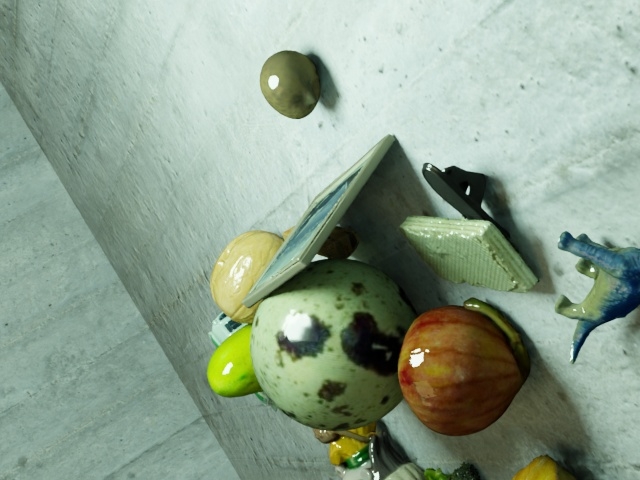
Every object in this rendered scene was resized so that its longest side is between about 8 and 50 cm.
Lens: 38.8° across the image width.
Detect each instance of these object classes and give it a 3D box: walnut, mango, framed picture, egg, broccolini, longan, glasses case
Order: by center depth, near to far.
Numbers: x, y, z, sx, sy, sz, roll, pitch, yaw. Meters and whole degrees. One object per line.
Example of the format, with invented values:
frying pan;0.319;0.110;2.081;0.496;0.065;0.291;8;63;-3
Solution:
longan;-0.044;-0.241;1.410;0.113;0.092;0.113;43;150;33
framed picture;-0.011;-0.021;1.431;0.022;0.247;0.335;37;158;-7
egg;0.024;0.177;1.525;0.288;0.287;0.379;55;165;10
glasses case;0.000;0.000;1.649;0.170;0.064;0.041;16;133;58
broccolini;0.241;0.447;1.733;0.058;0.067;0.216;63;166;-2
walnut;-0.140;0.072;1.863;0.165;0.197;0.165;37;-177;-2
mango;-0.115;0.236;1.907;0.185;0.272;0.149;-177;69;-73

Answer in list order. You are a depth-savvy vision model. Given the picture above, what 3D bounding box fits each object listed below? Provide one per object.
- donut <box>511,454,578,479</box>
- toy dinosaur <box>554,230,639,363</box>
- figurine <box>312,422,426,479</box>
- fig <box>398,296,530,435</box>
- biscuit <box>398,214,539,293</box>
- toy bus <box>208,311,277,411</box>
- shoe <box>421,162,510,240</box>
donut;0.307;0.473;1.336;0.110;0.303;0.303;29;153;1
toy dinosaur;0.356;0.071;1.019;0.188;0.075;0.248;30;138;36
figurine;0.108;0.453;1.880;0.185;0.204;0.333;13;-119;-63
fig;0.208;0.186;1.329;0.205;0.205;0.205;45;153;30
biscuit;0.200;0.017;1.255;0.121;0.040;0.199;49;162;-21
toy bus;-0.123;0.260;2.089;0.276;0.164;0.134;46;155;29
shoe;0.200;-0.062;1.198;0.159;0.053;0.062;43;173;-16
